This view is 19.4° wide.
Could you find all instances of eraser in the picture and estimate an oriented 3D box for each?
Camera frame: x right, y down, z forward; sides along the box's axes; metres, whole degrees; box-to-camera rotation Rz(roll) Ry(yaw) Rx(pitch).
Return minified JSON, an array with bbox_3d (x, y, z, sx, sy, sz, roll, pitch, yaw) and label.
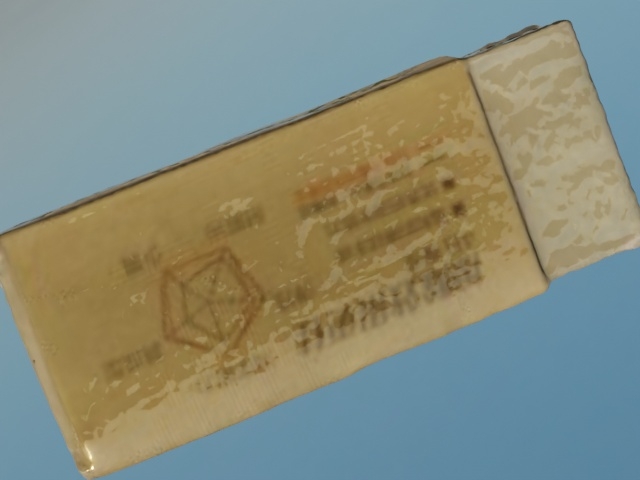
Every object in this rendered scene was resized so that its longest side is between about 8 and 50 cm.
[{"bbox_3d":[0.000,0.000,1.037,0.343,0.144,0.078,-22,-175,-9],"label":"eraser"}]
